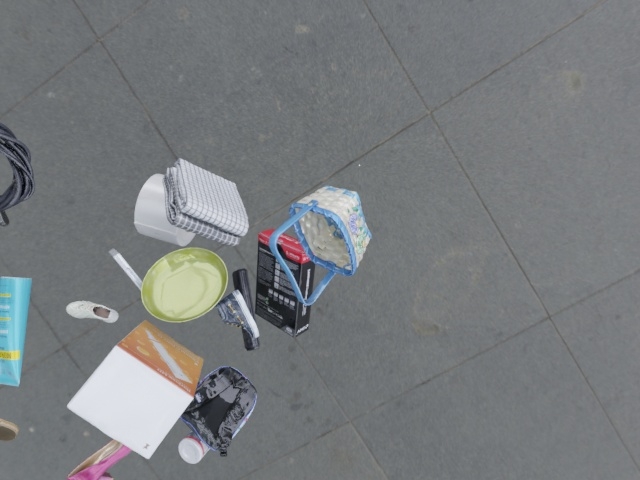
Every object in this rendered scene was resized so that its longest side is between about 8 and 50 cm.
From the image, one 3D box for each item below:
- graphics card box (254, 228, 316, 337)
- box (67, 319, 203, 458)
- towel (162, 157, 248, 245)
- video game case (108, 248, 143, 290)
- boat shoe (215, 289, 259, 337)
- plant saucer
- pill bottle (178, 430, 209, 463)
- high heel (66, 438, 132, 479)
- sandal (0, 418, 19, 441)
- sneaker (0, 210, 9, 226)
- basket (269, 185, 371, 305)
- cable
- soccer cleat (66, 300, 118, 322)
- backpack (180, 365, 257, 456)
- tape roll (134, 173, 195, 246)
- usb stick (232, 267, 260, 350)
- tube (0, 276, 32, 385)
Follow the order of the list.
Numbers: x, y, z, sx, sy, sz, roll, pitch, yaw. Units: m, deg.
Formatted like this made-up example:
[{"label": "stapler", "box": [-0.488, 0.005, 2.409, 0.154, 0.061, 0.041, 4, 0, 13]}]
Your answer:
[{"label": "graphics card box", "box": [-0.140, 0.162, 1.703, 0.232, 0.094, 0.371, 22, 118, 33]}, {"label": "box", "box": [-0.446, 0.356, 1.134, 0.215, 0.345, 0.168, 38, 83, -9]}, {"label": "towel", "box": [-0.374, -0.117, 1.411, 0.235, 0.284, 0.121, 23, 115, -39]}, {"label": "video game case", "box": [-0.573, 0.108, 1.347, 0.023, 0.201, 0.183, -39, 110, -21]}, {"label": "boat shoe", "box": [-0.252, 0.236, 1.334, 0.083, 0.065, 0.183, -28, 122, -15]}, {"label": "plant saucer", "box": [-0.377, 0.128, 1.243, 0.240, 0.241, 0.037, 2, 143, 5]}, {"label": "pill bottle", "box": [-0.486, 0.813, 1.815, 0.107, 0.180, 0.108, 4, 102, 18]}, {"label": "high heel", "box": [-0.628, 0.608, 1.311, 0.117, 0.082, 0.244, 45, 64, -34]}, {"label": "sandal", "box": [-1.050, 0.536, 1.373, 0.088, 0.079, 0.240, -41, 118, 6]}, {"label": "sneaker", "box": [-1.163, -0.092, 1.552, 0.089, 0.051, 0.170, -32, 60, -16]}, {"label": "basket", "box": [0.000, 0.000, 1.207, 0.289, 0.201, 0.255, -45, 134, -24]}, {"label": "cable", "box": [-0.476, -0.112, 0.608, 0.047, 0.151, 0.184, -19, 140, 11]}, {"label": "soccer cleat", "box": [-0.836, 0.254, 1.613, 0.196, 0.076, 0.068, 11, 64, 2]}, {"label": "backpack", "box": [-0.377, 0.626, 1.694, 0.276, 0.213, 0.263, 45, 74, 2]}, {"label": "tape roll", "box": [-0.567, -0.116, 1.687, 0.169, 0.246, 0.246, 16, 101, 3]}, {"label": "usb stick", "box": [-0.252, 0.232, 1.501, 0.077, 0.045, 0.278, -24, 74, 50]}, {"label": "tube", "box": [-0.608, 0.175, 0.866, 0.080, 0.052, 0.207, -1, 83, 23]}]
